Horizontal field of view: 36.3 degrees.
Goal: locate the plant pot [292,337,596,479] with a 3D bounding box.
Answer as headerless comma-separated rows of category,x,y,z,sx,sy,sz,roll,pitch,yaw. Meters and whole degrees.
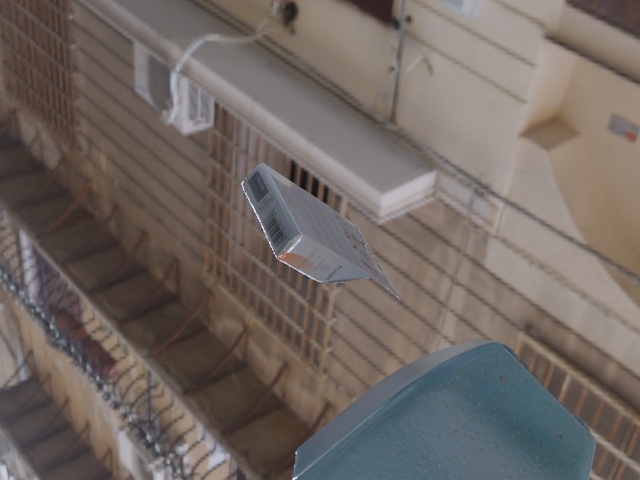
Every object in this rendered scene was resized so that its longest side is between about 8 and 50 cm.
plant pot,0.145,0.241,1.055,0.247,0.248,0.252,45,-94,3

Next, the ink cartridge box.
ink cartridge box,0.000,0.000,1.125,0.179,0.045,0.145,35,-163,-40
